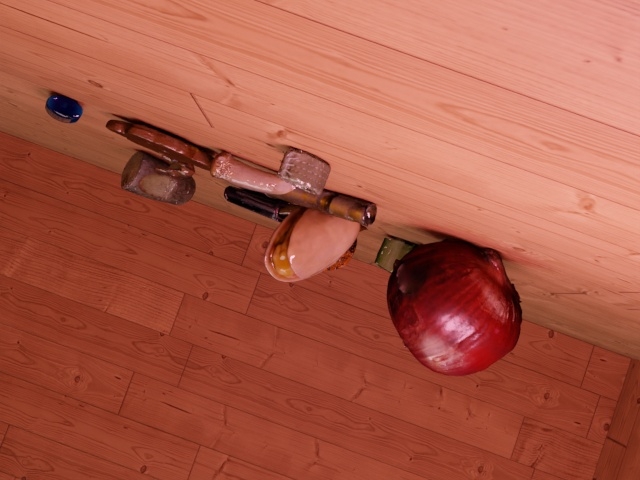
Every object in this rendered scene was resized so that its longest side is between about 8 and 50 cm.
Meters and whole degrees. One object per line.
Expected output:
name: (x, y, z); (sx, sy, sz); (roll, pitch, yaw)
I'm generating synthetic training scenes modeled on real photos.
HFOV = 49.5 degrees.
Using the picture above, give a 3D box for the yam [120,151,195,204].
yam: (-0.561, -0.208, 2.353); (0.154, 0.154, 0.254); (17, 179, 36)

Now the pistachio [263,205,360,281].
pistachio: (-0.016, -0.001, 1.763); (0.187, 0.187, 0.299); (17, -142, 32)

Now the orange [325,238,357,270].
orange: (0.000, 0.000, 2.225); (0.234, 0.182, 0.234); (10, -175, -1)

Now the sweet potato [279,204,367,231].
sweet potato: (0.010, -0.062, 2.100); (0.274, 0.067, 0.067); (15, 176, 2)

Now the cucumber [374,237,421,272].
cucumber: (0.275, 0.066, 2.152); (0.191, 0.130, 0.191); (27, 175, 2)

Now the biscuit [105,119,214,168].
biscuit: (-0.390, -0.242, 1.732); (0.290, 0.041, 0.208); (22, 175, -13)

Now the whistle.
whistle: (-0.013, -0.101, 1.691); (0.326, 0.057, 0.068); (18, 176, 32)

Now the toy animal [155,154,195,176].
toy animal: (-0.440, -0.229, 2.143); (0.099, 0.057, 0.241); (14, 178, -30)

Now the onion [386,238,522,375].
onion: (0.309, 0.152, 1.700); (0.341, 0.341, 0.341); (20, 176, 1)

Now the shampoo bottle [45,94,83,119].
shampoo bottle: (-0.652, -0.330, 1.759); (0.087, 0.050, 0.183); (18, 177, -23)

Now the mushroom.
mushroom: (-0.159, -0.154, 1.661); (0.209, 0.071, 0.084); (17, -178, -7)

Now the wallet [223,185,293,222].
wallet: (-0.170, -0.109, 2.330); (0.221, 0.071, 0.262); (17, -178, 28)

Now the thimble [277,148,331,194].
thimble: (-0.033, -0.132, 1.326); (0.110, 0.062, 0.084); (24, 176, -43)
